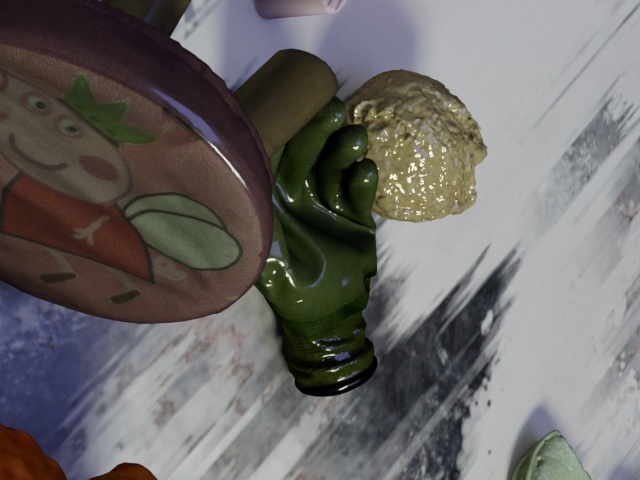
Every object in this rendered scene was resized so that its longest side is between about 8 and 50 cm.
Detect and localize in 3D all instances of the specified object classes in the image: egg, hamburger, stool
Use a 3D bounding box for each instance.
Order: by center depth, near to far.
[{"bbox_3d":[-0.135,-0.091,1.078,0.272,0.272,0.178,53,45,-34],"label":"stool"},{"bbox_3d":[0.070,-0.074,1.373,0.140,0.118,0.116,62,36,-40],"label":"egg"},{"bbox_3d":[0.217,0.247,1.603,0.084,0.054,0.121,-42,119,-30],"label":"hamburger"}]

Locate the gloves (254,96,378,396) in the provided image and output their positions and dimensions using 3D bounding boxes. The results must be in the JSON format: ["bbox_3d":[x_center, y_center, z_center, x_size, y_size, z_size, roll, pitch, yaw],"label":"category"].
[{"bbox_3d":[-0.009,-0.001,1.311,0.135,0.107,0.268,-27,130,-32],"label":"gloves"}]

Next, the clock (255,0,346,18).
[{"bbox_3d":[0.054,-0.279,1.365,0.275,0.080,0.290,50,60,-36],"label":"clock"}]

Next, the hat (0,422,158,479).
[{"bbox_3d":[-0.237,0.226,1.016,0.400,0.285,0.285,37,67,-21],"label":"hat"}]
